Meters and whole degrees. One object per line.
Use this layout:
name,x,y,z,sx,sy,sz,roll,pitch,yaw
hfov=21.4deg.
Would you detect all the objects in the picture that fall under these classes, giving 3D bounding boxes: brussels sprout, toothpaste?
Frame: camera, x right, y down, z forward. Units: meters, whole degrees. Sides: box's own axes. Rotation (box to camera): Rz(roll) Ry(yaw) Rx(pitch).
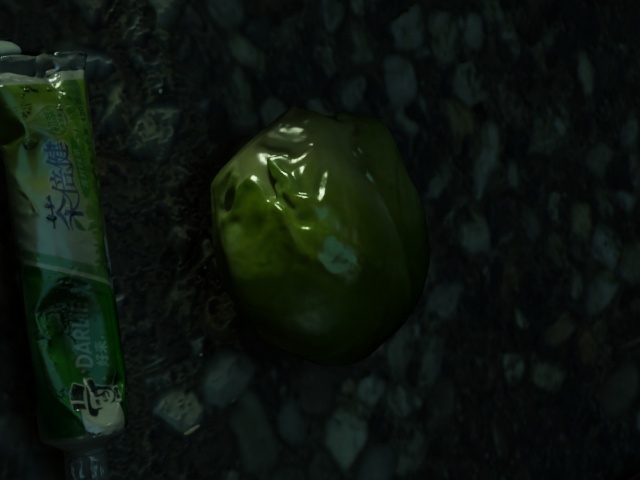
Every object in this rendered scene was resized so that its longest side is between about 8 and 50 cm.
brussels sprout,-0.003,0.002,1.007,0.155,0.117,0.155,25,51,-35
toothpaste,-0.143,0.018,0.936,0.078,0.047,0.248,-8,91,-47

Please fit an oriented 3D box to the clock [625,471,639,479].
clock,0.270,0.283,1.258,0.244,0.056,0.244,3,85,-40

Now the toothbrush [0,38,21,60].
toothbrush,-0.246,-0.096,0.873,0.204,0.017,0.022,-8,83,-39
